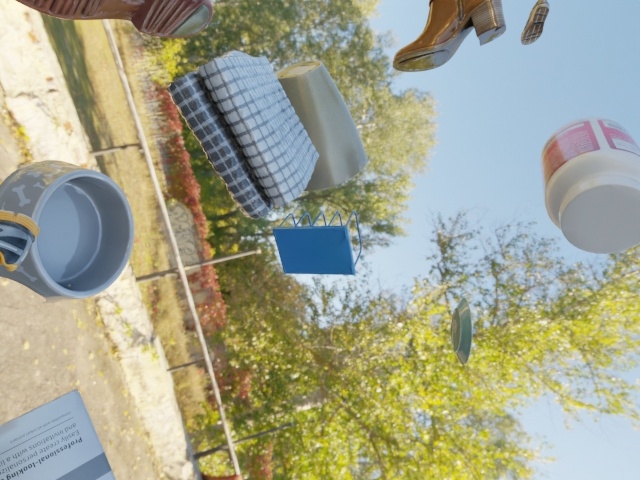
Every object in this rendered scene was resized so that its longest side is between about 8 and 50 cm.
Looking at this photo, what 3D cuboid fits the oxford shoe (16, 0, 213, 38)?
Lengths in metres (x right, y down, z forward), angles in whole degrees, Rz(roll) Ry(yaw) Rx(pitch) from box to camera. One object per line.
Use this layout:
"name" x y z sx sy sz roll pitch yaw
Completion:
"oxford shoe" -0.352 -0.425 0.608 0.140 0.397 0.146 -27 -98 32

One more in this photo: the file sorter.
"file sorter" 0.000 0.000 0.927 0.104 0.170 0.118 -59 142 -53

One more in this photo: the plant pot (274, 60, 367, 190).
"plant pot" -0.024 -0.314 1.081 0.256 0.256 0.274 -121 -167 -54

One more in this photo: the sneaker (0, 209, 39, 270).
"sneaker" -0.538 -0.002 0.588 0.084 0.215 0.083 120 -33 -55

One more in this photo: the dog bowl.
"dog bowl" -0.592 -0.018 0.982 0.349 0.102 0.348 3 90 -76

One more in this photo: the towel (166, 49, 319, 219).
"towel" -0.118 -0.190 0.698 0.235 0.121 0.283 60 17 -21

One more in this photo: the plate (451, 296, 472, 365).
"plate" 0.392 0.254 1.151 0.188 0.024 0.188 3 90 -84

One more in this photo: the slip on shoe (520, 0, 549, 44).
"slip on shoe" 0.595 -0.607 1.136 0.135 0.051 0.041 62 32 -67

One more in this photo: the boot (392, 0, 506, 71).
"boot" 0.295 -0.568 1.020 0.109 0.283 0.220 0 74 -63

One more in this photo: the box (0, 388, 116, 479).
"box" -0.176 0.205 0.225 0.186 0.145 0.038 61 -33 10

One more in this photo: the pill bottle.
"pill bottle" 0.686 -0.146 1.027 0.407 0.229 0.229 -54 145 -50
